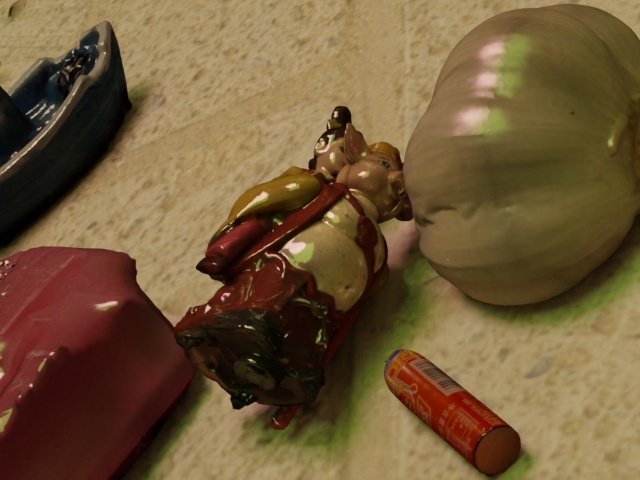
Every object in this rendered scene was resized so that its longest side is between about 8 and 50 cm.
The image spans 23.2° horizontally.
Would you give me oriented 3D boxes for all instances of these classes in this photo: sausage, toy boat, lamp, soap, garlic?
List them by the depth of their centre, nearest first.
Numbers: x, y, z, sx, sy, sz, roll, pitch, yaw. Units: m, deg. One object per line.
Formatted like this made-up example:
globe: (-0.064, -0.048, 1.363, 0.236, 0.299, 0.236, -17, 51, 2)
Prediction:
sausage: (0.073, 0.099, 0.950, 0.034, 0.034, 0.129, -41, 34, -8)
garlic: (0.128, -0.073, 1.023, 0.178, 0.143, 0.229, -10, 50, 32)
lamp: (0.000, 0.000, 1.067, 0.118, 0.118, 0.253, -1, 43, 41)
soap: (-0.243, 0.140, 1.099, 0.220, 0.127, 0.325, 4, 49, 44)
toy boat: (-0.301, -0.094, 1.429, 0.309, 0.142, 0.129, -44, 33, -13)
